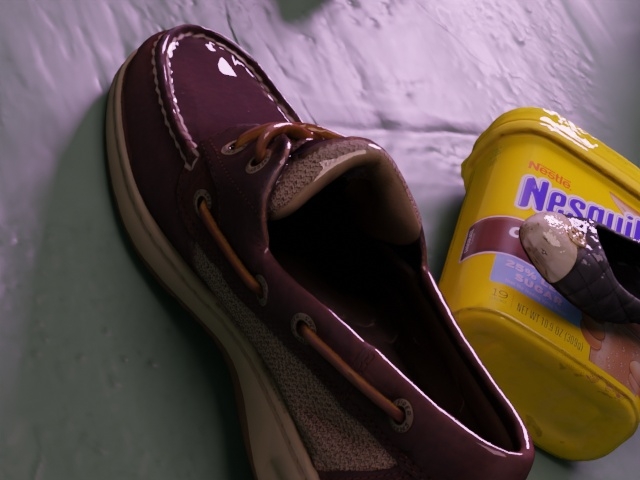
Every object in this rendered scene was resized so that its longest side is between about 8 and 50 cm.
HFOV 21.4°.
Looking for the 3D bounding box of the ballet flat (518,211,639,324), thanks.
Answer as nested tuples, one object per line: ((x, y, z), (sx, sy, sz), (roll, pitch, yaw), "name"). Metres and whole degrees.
((0.172, 0.019, 0.859), (0.173, 0.049, 0.057), (21, 47, -28), "ballet flat")

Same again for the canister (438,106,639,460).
((0.125, 0.022, 0.912), (0.126, 0.073, 0.170), (33, 42, -11), "canister")

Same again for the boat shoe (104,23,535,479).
((0.000, 0.000, 0.778), (0.123, 0.123, 0.342), (8, 41, -33), "boat shoe")
